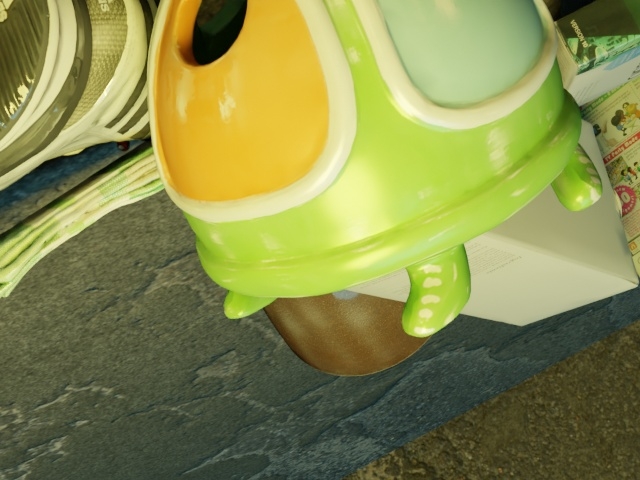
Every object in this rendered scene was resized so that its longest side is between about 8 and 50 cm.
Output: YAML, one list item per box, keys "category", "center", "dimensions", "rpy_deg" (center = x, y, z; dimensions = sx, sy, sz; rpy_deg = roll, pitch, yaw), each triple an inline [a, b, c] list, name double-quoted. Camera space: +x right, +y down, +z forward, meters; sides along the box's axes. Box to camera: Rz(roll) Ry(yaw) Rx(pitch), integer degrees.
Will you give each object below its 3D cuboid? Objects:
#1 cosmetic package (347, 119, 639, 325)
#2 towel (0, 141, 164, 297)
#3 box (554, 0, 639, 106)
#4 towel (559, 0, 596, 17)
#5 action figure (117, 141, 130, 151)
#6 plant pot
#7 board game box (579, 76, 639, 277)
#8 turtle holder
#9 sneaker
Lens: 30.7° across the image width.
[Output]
- category: "cosmetic package"
  center: [0.148, -0.044, 1.127]
  dimensions: [0.155, 0.196, 0.366]
  rpy_deg: [-25, 155, 32]
- category: "towel"
  center: [-0.125, -0.060, 0.904]
  dimensions: [0.325, 0.038, 0.248]
  rpy_deg: [-35, -169, -12]
- category: "box"
  center: [0.373, -0.236, 1.168]
  dimensions: [0.322, 0.058, 0.232]
  rpy_deg: [-28, 173, 1]
- category: "towel"
  center: [0.266, -0.254, 1.108]
  dimensions: [0.067, 0.029, 0.119]
  rpy_deg: [-23, 159, -6]
- category: "action figure"
  center: [-0.159, -0.109, 0.968]
  dimensions: [0.038, 0.030, 0.115]
  rpy_deg: [-20, 161, -25]
- category: "plant pot"
  center: [0.000, 0.000, 1.196]
  dimensions: [0.215, 0.215, 0.230]
  rpy_deg: [-30, 144, 10]
- category: "board game box"
  center: [0.431, -0.076, 1.329]
  dimensions: [0.224, 0.303, 0.098]
  rpy_deg: [-39, 156, 31]
- category: "turtle holder"
  center: [0.045, -0.107, 0.702]
  dimensions: [0.320, 0.227, 0.243]
  rpy_deg: [-29, -160, -18]
- category: "sneaker"
  center: [-0.264, -0.049, 0.798]
  dimensions: [0.448, 0.169, 0.257]
  rpy_deg: [-25, 174, 28]
